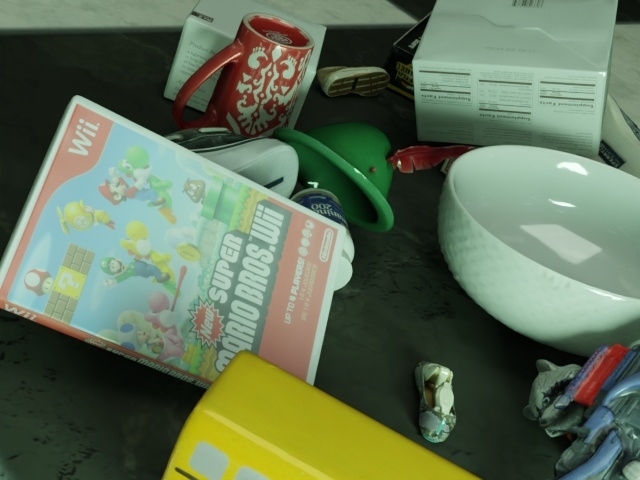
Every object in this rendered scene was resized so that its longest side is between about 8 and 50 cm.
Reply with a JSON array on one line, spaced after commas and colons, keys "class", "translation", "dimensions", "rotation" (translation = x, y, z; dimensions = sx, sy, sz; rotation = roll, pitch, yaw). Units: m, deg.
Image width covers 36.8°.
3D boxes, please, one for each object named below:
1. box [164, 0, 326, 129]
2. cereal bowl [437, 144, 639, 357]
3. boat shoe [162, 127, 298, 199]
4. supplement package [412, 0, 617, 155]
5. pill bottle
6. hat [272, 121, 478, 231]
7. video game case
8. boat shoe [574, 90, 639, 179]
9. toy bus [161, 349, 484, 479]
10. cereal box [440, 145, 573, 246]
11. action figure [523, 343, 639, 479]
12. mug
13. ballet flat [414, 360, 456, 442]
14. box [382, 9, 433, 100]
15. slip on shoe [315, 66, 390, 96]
[{"class": "box", "translation": [-0.099, -0.247, 1.319], "dimensions": [0.181, 0.119, 0.182], "rotation": [21, 30, -6]}, {"class": "cereal bowl", "translation": [0.290, 0.027, 1.119], "dimensions": [0.338, 0.141, 0.339], "rotation": [11, 30, -7]}, {"class": "boat shoe", "translation": [-0.161, -0.044, 0.985], "dimensions": [0.119, 0.121, 0.335], "rotation": [19, 22, 29]}, {"class": "supplement package", "translation": [0.285, -0.249, 1.398], "dimensions": [0.261, 0.145, 0.204], "rotation": [7, 45, 17]}, {"class": "pill bottle", "translation": [0.000, 0.000, 1.049], "dimensions": [0.067, 0.067, 0.120], "rotation": [12, 32, -19]}, {"class": "hat", "translation": [0.067, -0.128, 1.131], "dimensions": [0.173, 0.208, 0.183], "rotation": [34, 76, 20]}, {"class": "video game case", "translation": [-0.118, 0.018, 0.839], "dimensions": [0.285, 0.025, 0.204], "rotation": [26, 57, -20]}, {"class": "boat shoe", "translation": [0.452, -0.118, 1.483], "dimensions": [0.158, 0.127, 0.341], "rotation": [37, 24, -44]}, {"class": "toy bus", "translation": [0.053, 0.219, 0.678], "dimensions": [0.332, 0.130, 0.108], "rotation": [28, 30, 7]}, {"class": "cereal box", "translation": [0.310, -0.057, 1.376], "dimensions": [0.173, 0.047, 0.240], "rotation": [-9, 43, -42]}, {"class": "action figure", "translation": [0.310, 0.233, 0.873], "dimensions": [0.341, 0.179, 0.330], "rotation": [-35, 53, -23]}, {"class": "mug", "translation": [-0.087, -0.178, 1.167], "dimensions": [0.113, 0.169, 0.150], "rotation": [35, 32, 18]}, {"class": "ballet flat", "translation": [0.115, 0.145, 0.930], "dimensions": [0.041, 0.041, 0.114], "rotation": [19, 30, -8]}, {"class": "box", "translation": [0.265, -0.294, 1.693], "dimensions": [0.257, 0.079, 0.322], "rotation": [29, 30, 5]}, {"class": "slip on shoe", "translation": [0.051, -0.253, 1.506], "dimensions": [0.135, 0.051, 0.041], "rotation": [-15, 49, -37]}]
